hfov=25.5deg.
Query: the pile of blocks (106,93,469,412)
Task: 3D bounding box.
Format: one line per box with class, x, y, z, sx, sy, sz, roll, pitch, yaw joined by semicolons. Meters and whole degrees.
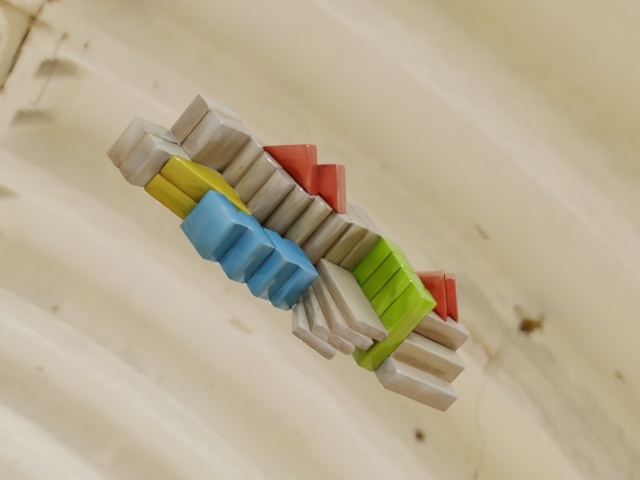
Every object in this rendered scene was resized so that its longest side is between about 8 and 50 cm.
pile of blocks;0.000;0.000;1.176;0.362;0.149;0.112;36;-72;-17
